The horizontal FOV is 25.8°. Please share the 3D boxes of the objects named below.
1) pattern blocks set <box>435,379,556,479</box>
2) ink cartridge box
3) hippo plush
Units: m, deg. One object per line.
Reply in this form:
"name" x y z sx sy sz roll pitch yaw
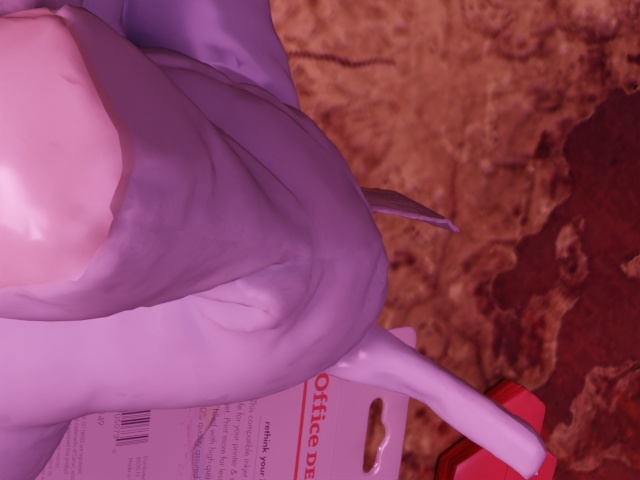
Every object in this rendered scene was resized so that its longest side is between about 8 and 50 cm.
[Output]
"pattern blocks set" 0.049 0.266 0.803 0.285 0.026 0.325 -25 119 -25
"ink cartridge box" -0.057 0.088 0.645 0.198 0.067 0.115 -2 107 -32
"hippo plush" -0.117 -0.005 0.483 0.236 0.234 0.294 -31 145 18
